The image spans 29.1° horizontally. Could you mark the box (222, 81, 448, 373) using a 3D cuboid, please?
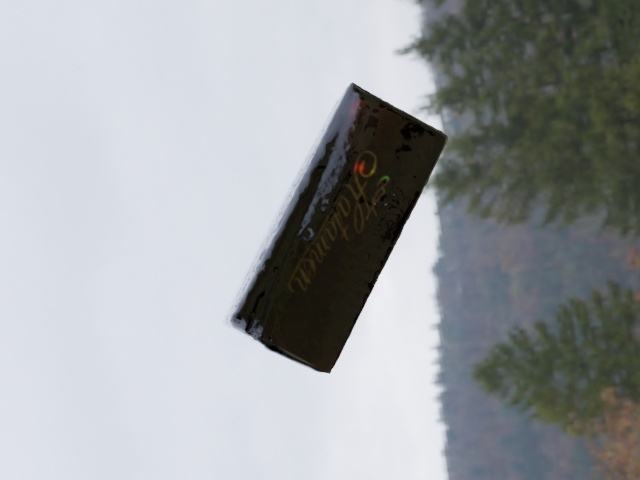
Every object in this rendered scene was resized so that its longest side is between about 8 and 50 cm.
[{"bbox_3d":[0.001,0.000,1.339,0.264,0.115,0.415,-62,3,-5],"label":"box"}]
